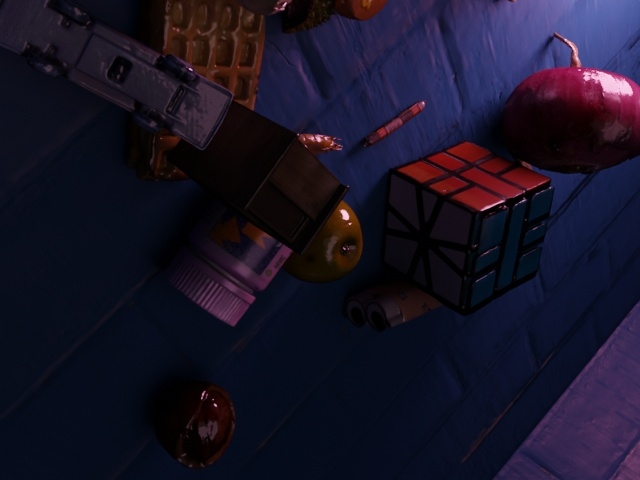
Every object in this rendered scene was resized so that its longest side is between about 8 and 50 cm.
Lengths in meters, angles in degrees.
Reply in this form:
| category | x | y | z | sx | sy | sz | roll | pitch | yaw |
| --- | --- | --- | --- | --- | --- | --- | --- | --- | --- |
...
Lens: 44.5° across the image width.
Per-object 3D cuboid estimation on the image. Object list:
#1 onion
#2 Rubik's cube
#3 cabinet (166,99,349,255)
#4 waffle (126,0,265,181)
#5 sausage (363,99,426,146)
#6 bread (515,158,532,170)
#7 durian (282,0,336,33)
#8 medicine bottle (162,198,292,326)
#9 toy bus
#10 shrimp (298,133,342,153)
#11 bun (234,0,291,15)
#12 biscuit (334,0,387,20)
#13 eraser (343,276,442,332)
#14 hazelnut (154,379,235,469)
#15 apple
| category | x | y | z | sx | sy | sz | roll | pitch | yaw |
| --- | --- | --- | --- | --- | --- | --- | --- | --- | --- |
| onion | 0.635 | -0.313 | 1.926 | 0.358 | 0.358 | 0.345 | -6 | 116 | -43 |
| Rubik's cube | 0.342 | -0.036 | 1.858 | 0.283 | 0.293 | 0.289 | -20 | 126 | -33 |
| cabinet | -0.097 | -0.110 | 1.266 | 0.148 | 0.215 | 0.175 | -54 | 139 | -4 |
| waffle | -0.204 | -0.264 | 1.301 | 0.224 | 0.098 | 0.328 | -12 | 121 | -42 |
| sausage | 0.164 | -0.259 | 1.731 | 0.198 | 0.025 | 0.028 | -38 | 122 | -23 |
| bread | 0.559 | -0.180 | 2.159 | 0.043 | 0.062 | 0.109 | -10 | 119 | -40 |
| durian | 0.004 | -0.448 | 1.370 | 0.108 | 0.119 | 0.187 | -17 | 125 | -33 |
| medicine bottle | -0.144 | -0.003 | 1.465 | 0.291 | 0.178 | 0.178 | -54 | 140 | -5 |
| toy bus | -0.293 | -0.250 | 1.106 | 0.329 | 0.136 | 0.109 | 27 | 100 | -25 |
| shrimp | -0.018 | -0.172 | 1.587 | 0.162 | 0.045 | 0.095 | -7 | 120 | -45 |
| bun | -0.063 | -0.511 | 1.129 | 0.360 | 0.210 | 0.360 | -55 | -176 | 6 |
| biscuit | 0.102 | -0.531 | 1.381 | 0.262 | 0.052 | 0.277 | -43 | 147 | -62 |
| eraser | 0.214 | 0.138 | 1.943 | 0.290 | 0.171 | 0.087 | -18 | 103 | -38 |
| hazelnut | -0.250 | 0.373 | 1.619 | 0.201 | 0.160 | 0.170 | 27 | 93 | -45 |
| apple | 0.000 | 0.000 | 1.633 | 0.196 | 0.156 | 0.197 | -25 | 125 | -41 |
